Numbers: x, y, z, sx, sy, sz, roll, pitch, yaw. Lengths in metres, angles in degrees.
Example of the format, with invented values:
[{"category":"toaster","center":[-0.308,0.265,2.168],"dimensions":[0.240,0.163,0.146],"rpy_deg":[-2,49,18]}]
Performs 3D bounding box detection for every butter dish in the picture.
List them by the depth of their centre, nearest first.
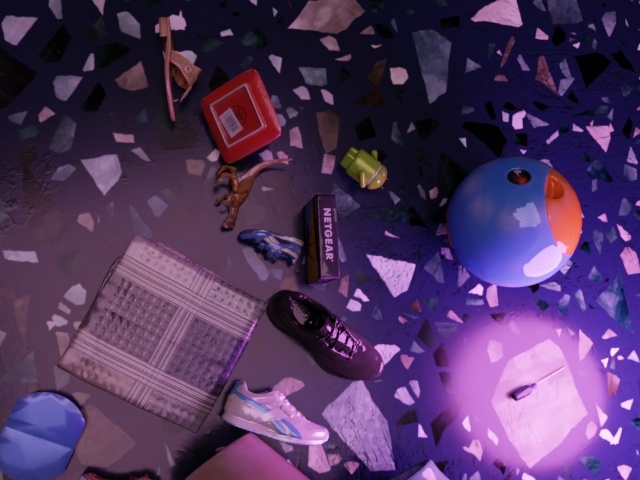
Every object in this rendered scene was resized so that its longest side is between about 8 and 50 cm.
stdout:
[{"category":"butter dish","center":[-0.155,-0.269,1.327],"dimensions":[0.159,0.118,0.160],"rpy_deg":[-24,88,23]}]

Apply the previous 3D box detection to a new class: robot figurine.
[{"category":"robot figurine","center":[0.104,-0.164,1.393],"dimensions":[0.115,0.067,0.101],"rpy_deg":[36,44,-5]}]

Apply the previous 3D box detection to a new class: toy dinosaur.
[{"category":"toy dinosaur","center":[-0.171,-0.126,1.331],"dimensions":[0.112,0.064,0.212],"rpy_deg":[35,83,-25]}]

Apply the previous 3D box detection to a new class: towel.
[{"category":"towel","center":[-0.318,0.187,1.242],"dimensions":[0.324,0.056,0.312],"rpy_deg":[30,77,-10]}]

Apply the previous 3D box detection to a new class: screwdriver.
[{"category":"screwdriver","center":[0.522,0.333,1.436],"dimensions":[0.169,0.024,0.025],"rpy_deg":[-27,116,-19]}]

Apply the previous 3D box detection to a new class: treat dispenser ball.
[{"category":"treat dispenser ball","center":[0.423,-0.041,1.338],"dimensions":[0.288,0.288,0.288],"rpy_deg":[2,80,-14]}]

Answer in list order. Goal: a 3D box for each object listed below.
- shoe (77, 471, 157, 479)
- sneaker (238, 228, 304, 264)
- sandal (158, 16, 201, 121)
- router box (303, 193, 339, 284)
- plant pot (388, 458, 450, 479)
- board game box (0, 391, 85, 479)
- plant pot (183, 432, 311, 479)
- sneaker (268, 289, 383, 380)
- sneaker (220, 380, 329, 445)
[{"category":"shoe","center":[-0.371,0.478,1.165],"dimensions":[0.178,0.063,0.081],"rpy_deg":[38,72,-11]},{"category":"sneaker","center":[-0.109,0.013,1.317],"dimensions":[0.144,0.053,0.059],"rpy_deg":[14,79,-10]},{"category":"sandal","center":[-0.301,-0.380,1.319],"dimensions":[0.079,0.088,0.240],"rpy_deg":[-8,77,-9]},{"category":"router box","center":[0.000,0.000,1.304],"dimensions":[0.046,0.133,0.179],"rpy_deg":[0,80,-15]},{"category":"plant pot","center":[0.215,0.593,1.200],"dimensions":[0.271,0.272,0.255],"rpy_deg":[-26,73,-17]},{"category":"board game box","center":[-0.535,0.374,1.157],"dimensions":[0.133,0.033,0.169],"rpy_deg":[24,80,-14]},{"category":"plant pot","center":[-0.121,0.526,1.113],"dimensions":[0.323,0.323,0.280],"rpy_deg":[-34,74,-17]},{"category":"sneaker","center":[0.018,0.205,1.275],"dimensions":[0.286,0.130,0.109],"rpy_deg":[34,72,-8]},{"category":"sneaker","center":[-0.084,0.360,1.245],"dimensions":[0.228,0.087,0.092],"rpy_deg":[21,74,-12]}]
